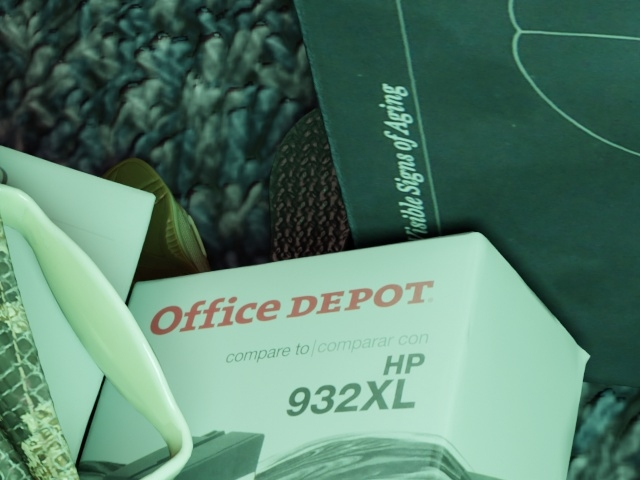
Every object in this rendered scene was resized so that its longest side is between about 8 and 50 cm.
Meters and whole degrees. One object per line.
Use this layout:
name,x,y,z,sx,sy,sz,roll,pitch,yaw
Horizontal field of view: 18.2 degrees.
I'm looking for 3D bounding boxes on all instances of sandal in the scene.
sandal,0.000,0.000,1.193,0.067,0.040,0.179,6,75,20

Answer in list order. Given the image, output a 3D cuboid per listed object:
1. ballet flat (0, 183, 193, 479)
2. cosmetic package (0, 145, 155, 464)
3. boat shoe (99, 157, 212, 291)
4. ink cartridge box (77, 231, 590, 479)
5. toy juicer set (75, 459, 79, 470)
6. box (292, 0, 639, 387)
ballet flat,-0.127,0.122,0.857,0.182,0.164,0.483,-5,65,-36
cosmetic package,-0.238,0.134,0.981,0.217,0.156,0.385,16,65,-7
boat shoe,-0.092,0.014,1.198,0.056,0.048,0.153,-37,53,2
ink cartridge box,-0.012,0.164,0.989,0.223,0.129,0.307,-9,52,32
toy juicer set,-0.226,0.208,1.075,0.209,0.089,0.329,38,72,27
box,0.251,-0.146,0.971,0.471,0.480,0.297,5,59,12
